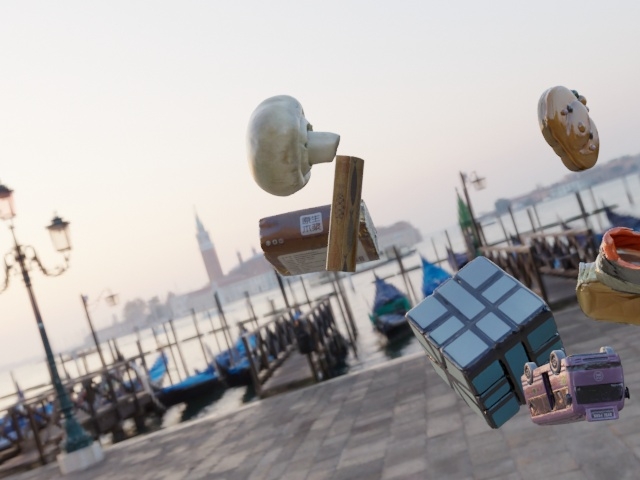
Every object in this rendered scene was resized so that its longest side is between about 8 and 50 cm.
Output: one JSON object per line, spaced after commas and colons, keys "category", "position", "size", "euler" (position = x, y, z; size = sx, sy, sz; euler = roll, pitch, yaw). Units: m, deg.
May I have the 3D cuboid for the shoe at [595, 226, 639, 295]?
{"category": "shoe", "position": [0.689, 0.049, 1.379], "size": [0.337, 0.171, 0.132], "euler": [23, 65, 38]}

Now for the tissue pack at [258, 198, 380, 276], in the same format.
{"category": "tissue pack", "position": [0.000, 0.000, 1.504], "size": [0.226, 0.091, 0.183], "euler": [-9, -27, 11]}

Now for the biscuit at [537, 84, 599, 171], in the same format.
{"category": "biscuit", "position": [0.473, -0.218, 1.345], "size": [0.170, 0.170, 0.050], "euler": [-15, -4, -43]}

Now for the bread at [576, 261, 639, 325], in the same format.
{"category": "bread", "position": [0.702, 0.113, 1.605], "size": [0.241, 0.136, 0.107], "euler": [1, 37, 38]}

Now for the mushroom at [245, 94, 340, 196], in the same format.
{"category": "mushroom", "position": [-0.067, -0.240, 1.805], "size": [0.235, 0.260, 0.254], "euler": [-5, -4, 6]}

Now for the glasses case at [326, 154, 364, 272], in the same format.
{"category": "glasses case", "position": [0.038, -0.038, 1.066], "size": [0.041, 0.169, 0.064], "euler": [5, -2, 11]}

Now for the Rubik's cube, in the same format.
{"category": "Rubik's cube", "position": [0.437, 0.262, 1.883], "size": [0.283, 0.288, 0.293], "euler": [-38, 40, -9]}

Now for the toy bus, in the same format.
{"category": "toy bus", "position": [0.352, 0.208, 1.007], "size": [0.087, 0.098, 0.178], "euler": [-3, -19, -6]}
